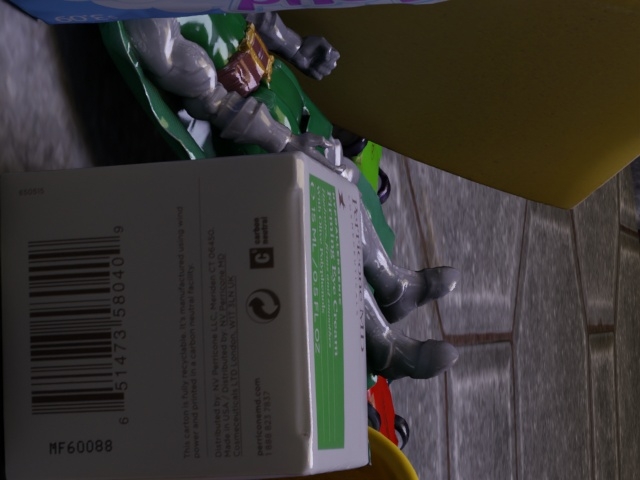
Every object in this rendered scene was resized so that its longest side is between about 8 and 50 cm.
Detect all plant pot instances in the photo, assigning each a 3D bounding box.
[{"bbox_3d":[0.053,-0.154,0.782,0.212,0.187,0.212,134,-38,-66],"label":"plant pot"}]

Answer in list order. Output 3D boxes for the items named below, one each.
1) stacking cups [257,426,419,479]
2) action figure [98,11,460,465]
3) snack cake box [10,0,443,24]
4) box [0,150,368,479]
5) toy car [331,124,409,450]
[{"bbox_3d":[0.031,0.186,0.912,0.316,0.096,0.096,64,27,-58],"label":"stacking cups"},{"bbox_3d":[-0.022,-0.043,0.718,0.232,0.063,0.137,53,23,-31],"label":"action figure"},{"bbox_3d":[0.017,-0.126,0.553,0.152,0.264,0.089,29,60,-74],"label":"snack cake box"},{"bbox_3d":[-0.042,0.028,0.629,0.087,0.102,0.101,23,64,-77],"label":"box"},{"bbox_3d":[0.000,0.000,0.909,0.239,0.053,0.225,64,27,-60],"label":"toy car"}]
